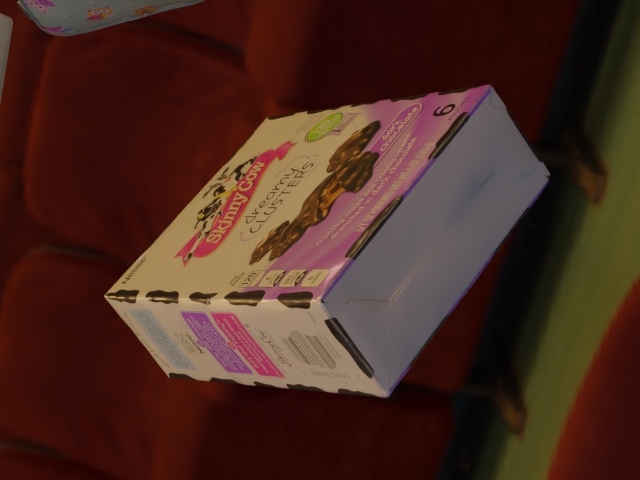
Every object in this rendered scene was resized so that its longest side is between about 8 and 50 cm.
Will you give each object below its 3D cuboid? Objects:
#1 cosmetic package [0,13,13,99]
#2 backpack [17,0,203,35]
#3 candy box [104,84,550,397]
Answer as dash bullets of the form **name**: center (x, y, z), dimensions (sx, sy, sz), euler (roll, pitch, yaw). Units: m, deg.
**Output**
- **cosmetic package**: center (-0.432, -0.140, 1.124), dimensions (0.197, 0.366, 0.155), euler (-19, 59, 45)
- **backpack**: center (-0.158, -0.238, 1.074), dimensions (0.188, 0.166, 0.144), euler (59, -155, -53)
- **candy box**: center (0.000, 0.000, 0.862), dimensions (0.196, 0.070, 0.165), euler (-2, 41, 50)
